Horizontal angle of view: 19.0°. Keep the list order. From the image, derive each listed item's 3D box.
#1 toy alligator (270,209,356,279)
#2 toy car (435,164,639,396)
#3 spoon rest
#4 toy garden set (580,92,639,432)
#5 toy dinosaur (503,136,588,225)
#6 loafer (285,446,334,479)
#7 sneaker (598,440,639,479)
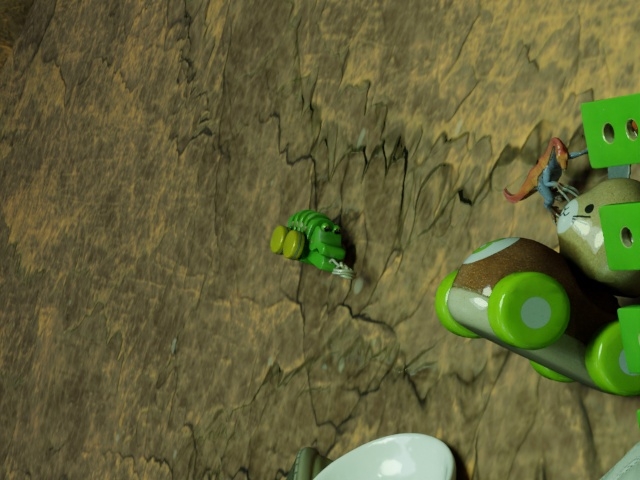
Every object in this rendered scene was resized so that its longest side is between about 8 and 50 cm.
[{"bbox_3d":[0.000,0.000,1.848,0.190,0.056,0.051,19,94,68],"label":"toy alligator"},{"bbox_3d":[0.185,0.000,1.323,0.188,0.149,0.155,-65,11,-5],"label":"toy car"},{"bbox_3d":[0.068,0.227,1.481,0.084,0.137,0.276,66,171,-30],"label":"spoon rest"},{"bbox_3d":[0.252,0.024,1.153,0.204,0.049,0.244,-4,97,65],"label":"toy garden set"},{"bbox_3d":[0.172,-0.048,1.454,0.082,0.090,0.047,64,-150,-48],"label":"toy dinosaur"},{"bbox_3d":[0.003,0.268,1.638,0.268,0.092,0.102,-89,22,-69],"label":"loafer"},{"bbox_3d":[0.187,0.223,1.225,0.115,0.105,0.281,-73,10,-45],"label":"sneaker"}]
